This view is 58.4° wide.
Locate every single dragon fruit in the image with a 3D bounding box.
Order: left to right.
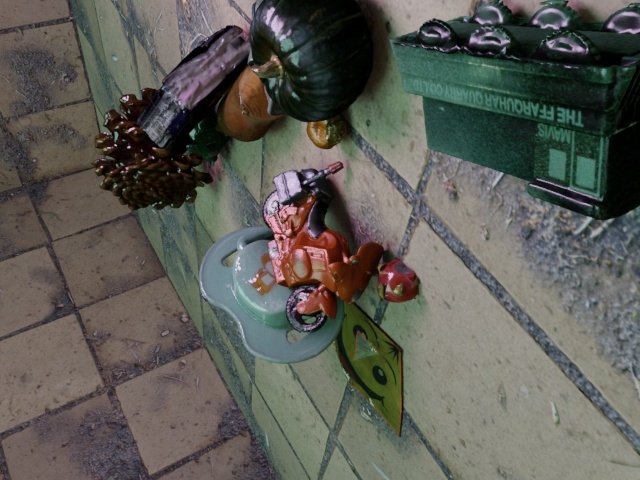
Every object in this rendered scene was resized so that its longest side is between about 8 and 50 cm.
[{"bbox_3d":[0.129,0.073,1.021,0.083,0.060,0.056,46,151,44],"label":"dragon fruit"}]

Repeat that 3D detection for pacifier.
[{"bbox_3d":[-0.098,0.125,1.265,0.343,0.288,0.269,49,155,19],"label":"pacifier"}]

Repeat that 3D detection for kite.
[{"bbox_3d":[0.106,0.264,1.282,0.378,0.013,0.327,65,155,8],"label":"kite"}]

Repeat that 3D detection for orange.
[{"bbox_3d":[0.012,-0.208,1.028,0.086,0.062,0.086,24,128,36],"label":"orange"}]

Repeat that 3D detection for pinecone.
[{"bbox_3d":[-0.512,-0.296,1.750,0.384,0.384,0.385,45,147,41],"label":"pinecone"}]

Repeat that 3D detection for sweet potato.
[{"bbox_3d":[-0.169,-0.277,1.270,0.336,0.131,0.131,-17,94,66],"label":"sweet potato"}]

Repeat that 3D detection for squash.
[{"bbox_3d":[-0.016,-0.290,0.887,0.218,0.172,0.218,23,147,16],"label":"squash"}]

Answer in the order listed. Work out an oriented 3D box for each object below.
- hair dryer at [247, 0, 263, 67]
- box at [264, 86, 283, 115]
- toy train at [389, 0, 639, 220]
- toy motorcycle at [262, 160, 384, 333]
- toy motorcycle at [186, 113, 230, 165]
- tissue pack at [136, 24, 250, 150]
[{"bbox_3d":[-0.066,-0.381,0.984,0.199,0.067,0.167,5,77,57],"label":"hair dryer"},{"bbox_3d":[-0.058,-0.298,1.071,0.122,0.089,0.062,115,138,-57],"label":"box"},{"bbox_3d":[0.211,-0.144,0.591,0.330,0.138,0.178,34,143,52],"label":"toy train"},{"bbox_3d":[0.000,0.000,1.097,0.147,0.221,0.326,29,-139,-60],"label":"toy motorcycle"},{"bbox_3d":[-0.334,-0.340,1.561,0.187,0.124,0.275,-175,66,-73],"label":"toy motorcycle"},{"bbox_3d":[-0.289,-0.349,1.326,0.123,0.245,0.332,47,158,-16],"label":"tissue pack"}]
